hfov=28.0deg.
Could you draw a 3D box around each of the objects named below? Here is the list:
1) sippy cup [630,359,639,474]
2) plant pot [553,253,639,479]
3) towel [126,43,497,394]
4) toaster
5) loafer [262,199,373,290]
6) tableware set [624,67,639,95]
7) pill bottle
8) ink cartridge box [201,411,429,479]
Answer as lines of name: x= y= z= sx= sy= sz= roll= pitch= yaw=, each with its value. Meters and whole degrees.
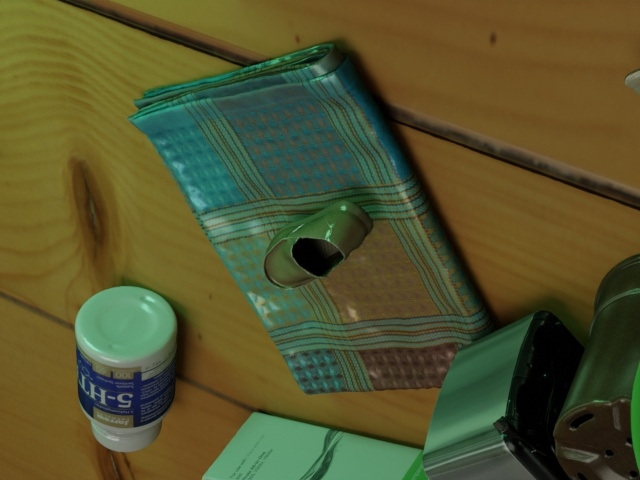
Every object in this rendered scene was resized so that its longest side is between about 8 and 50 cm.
sippy cup: x=0.369 y=0.125 z=0.882 sx=0.240 sy=0.224 sz=0.305 roll=45 pitch=114 yaw=36
plant pot: x=0.272 y=0.121 z=1.027 sx=0.167 sy=0.165 sz=0.167 roll=20 pitch=135 yaw=22
towel: x=0.000 y=0.000 z=1.213 sx=0.271 sy=0.040 sz=0.370 roll=-8 pitch=121 yaw=41
toaster: x=0.186 y=0.169 z=1.108 sx=0.110 sy=0.168 sz=0.185 roll=-28 pitch=115 yaw=38
loafer: x=-0.012 y=0.010 z=1.164 sx=0.056 sy=0.050 sz=0.148 roll=43 pitch=139 yaw=-8
tableware set: x=0.313 y=-0.116 z=0.881 sx=0.194 sy=0.039 sz=0.128 roll=22 pitch=136 yaw=19
pill bottle: x=-0.219 y=0.152 z=1.453 sx=0.112 sy=0.112 sz=0.186 roll=24 pitch=137 yaw=16
ink cartridge box: x=0.037 y=0.322 z=1.409 sx=0.289 sy=0.121 sz=0.211 roll=9 pitch=131 yaw=30
